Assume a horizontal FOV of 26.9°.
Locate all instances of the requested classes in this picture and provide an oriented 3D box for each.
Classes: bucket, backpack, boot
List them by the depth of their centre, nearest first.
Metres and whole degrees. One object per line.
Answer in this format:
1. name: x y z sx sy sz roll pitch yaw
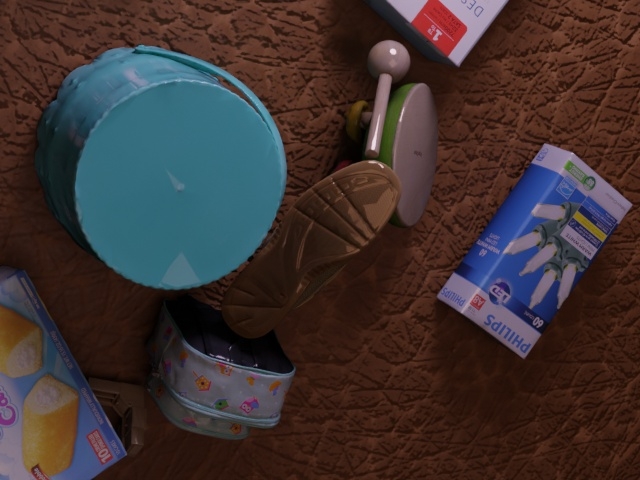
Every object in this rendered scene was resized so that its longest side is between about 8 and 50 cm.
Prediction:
1. bucket: -0.183 -0.080 1.550 0.281 0.183 0.281 -6 107 -21
2. boot: 0.000 0.000 1.618 0.095 0.203 0.262 43 101 2
3. backpack: -0.122 0.161 1.631 0.166 0.188 0.144 17 96 -25

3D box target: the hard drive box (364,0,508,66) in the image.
1. hard drive box: 0.163 -0.364 1.671 0.181 0.089 0.232 37 88 -25

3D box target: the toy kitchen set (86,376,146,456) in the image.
1. toy kitchen set: -0.263 0.227 1.661 0.075 0.083 0.068 13 139 -24

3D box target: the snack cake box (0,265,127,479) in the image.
1. snack cake box: -0.362 0.180 1.570 0.152 0.089 0.264 -34 110 -26

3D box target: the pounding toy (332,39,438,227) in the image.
1. pounding toy: 0.065 -0.124 1.673 0.237 0.110 0.183 61 40 -57

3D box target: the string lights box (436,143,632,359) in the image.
1. string lights box: 0.291 0.014 1.821 0.133 0.077 0.259 35 89 -26
